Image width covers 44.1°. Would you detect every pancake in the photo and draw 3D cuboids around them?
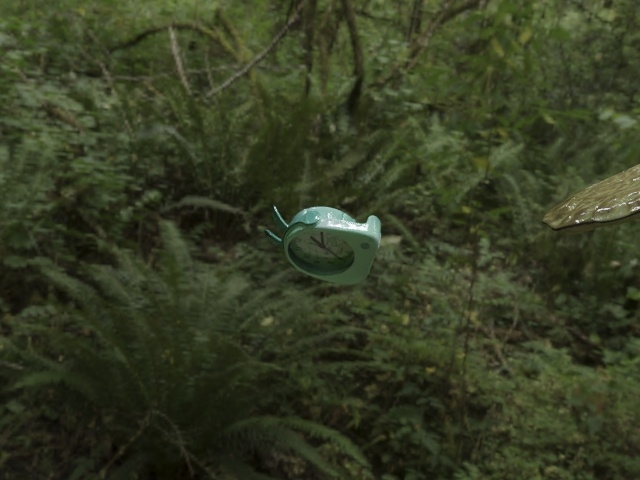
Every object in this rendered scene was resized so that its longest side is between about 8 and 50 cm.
[{"bbox_3d":[0.317,-0.057,0.746,0.212,0.029,0.235,-27,5,-28],"label":"pancake"}]

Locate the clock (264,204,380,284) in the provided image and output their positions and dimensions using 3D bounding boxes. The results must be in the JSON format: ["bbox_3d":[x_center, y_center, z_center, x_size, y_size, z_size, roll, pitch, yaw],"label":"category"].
[{"bbox_3d":[0.000,0.000,0.937,0.135,0.101,0.041,15,49,-4],"label":"clock"}]
